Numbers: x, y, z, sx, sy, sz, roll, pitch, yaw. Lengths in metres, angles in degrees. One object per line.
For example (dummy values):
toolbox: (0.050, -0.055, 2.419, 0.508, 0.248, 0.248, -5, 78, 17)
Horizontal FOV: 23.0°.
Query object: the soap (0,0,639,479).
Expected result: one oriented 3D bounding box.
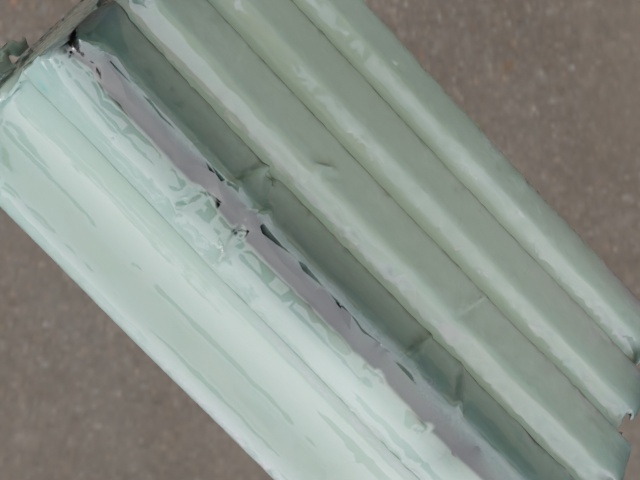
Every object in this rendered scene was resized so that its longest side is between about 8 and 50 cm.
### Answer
soap: (0.000, 0.000, 0.578, 0.261, 0.150, 0.094, 46, 128, -12)
